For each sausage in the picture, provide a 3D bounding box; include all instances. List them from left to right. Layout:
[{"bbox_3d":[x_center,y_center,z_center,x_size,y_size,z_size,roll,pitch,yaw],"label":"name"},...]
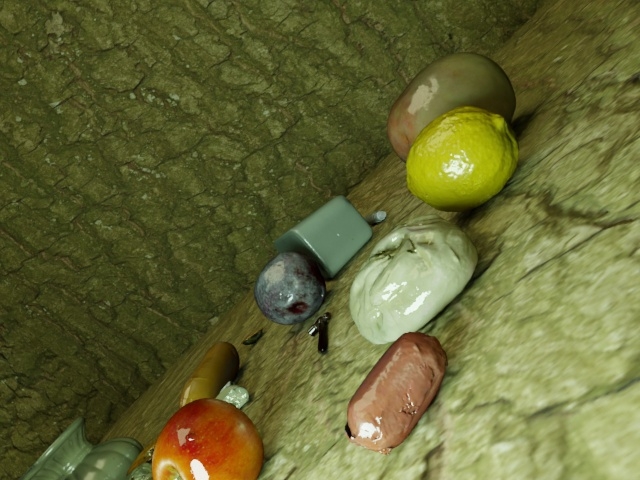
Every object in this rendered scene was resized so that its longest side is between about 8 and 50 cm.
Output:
[{"bbox_3d":[-0.295,0.381,1.341,0.112,0.112,0.328,-44,7,18],"label":"sausage"},{"bbox_3d":[0.080,0.159,0.533,0.141,0.076,0.076,-47,6,-27],"label":"sausage"}]

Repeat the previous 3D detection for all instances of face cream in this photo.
[{"bbox_3d":[0.168,-0.070,1.544,0.034,0.034,0.130,-47,6,-14],"label":"face cream"}]

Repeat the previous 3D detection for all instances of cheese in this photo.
[{"bbox_3d":[-0.219,0.374,1.174,0.127,0.050,0.235,-49,6,-8],"label":"cheese"}]

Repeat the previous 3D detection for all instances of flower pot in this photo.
[{"bbox_3d":[-0.665,0.652,1.423,0.307,0.244,0.307,-44,6,6],"label":"flower pot"}]

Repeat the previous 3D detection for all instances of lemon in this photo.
[{"bbox_3d":[0.246,-0.142,0.893,0.180,0.181,0.193,-60,-6,-66],"label":"lemon"}]

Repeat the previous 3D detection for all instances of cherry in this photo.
[{"bbox_3d":[-0.078,0.127,1.287,0.195,0.195,0.195,-45,7,7],"label":"cherry"}]

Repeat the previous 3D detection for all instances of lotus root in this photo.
[{"bbox_3d":[-0.403,0.553,1.132,0.144,0.070,0.143,-42,8,28],"label":"lotus root"}]

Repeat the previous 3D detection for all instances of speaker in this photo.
[{"bbox_3d":[0.000,0.000,1.561,0.184,0.183,0.406,-42,5,-14],"label":"speaker"}]

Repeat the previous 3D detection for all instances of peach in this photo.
[{"bbox_3d":[0.285,-0.278,1.145,0.292,0.247,0.292,-24,1,0],"label":"peach"}]

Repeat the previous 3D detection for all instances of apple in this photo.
[{"bbox_3d":[-0.166,0.316,0.737,0.163,0.163,0.139,-41,-3,34],"label":"apple"}]

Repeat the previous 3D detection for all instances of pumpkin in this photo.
[{"bbox_3d":[-0.211,0.310,1.613,0.083,0.028,0.050,-39,2,-22],"label":"pumpkin"}]

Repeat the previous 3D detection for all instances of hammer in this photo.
[{"bbox_3d":[0.001,0.197,1.036,0.065,0.021,0.178,-45,9,7],"label":"hammer"}]

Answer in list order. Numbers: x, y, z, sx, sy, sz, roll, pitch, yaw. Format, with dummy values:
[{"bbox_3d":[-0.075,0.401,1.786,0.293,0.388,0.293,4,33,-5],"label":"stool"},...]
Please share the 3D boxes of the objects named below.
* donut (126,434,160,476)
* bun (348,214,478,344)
[{"bbox_3d":[-0.418,0.552,1.292,0.152,0.058,0.152,-44,7,7],"label":"donut"},{"bbox_3d":[0.122,0.047,0.751,0.237,0.116,0.210,-37,11,49],"label":"bun"}]
